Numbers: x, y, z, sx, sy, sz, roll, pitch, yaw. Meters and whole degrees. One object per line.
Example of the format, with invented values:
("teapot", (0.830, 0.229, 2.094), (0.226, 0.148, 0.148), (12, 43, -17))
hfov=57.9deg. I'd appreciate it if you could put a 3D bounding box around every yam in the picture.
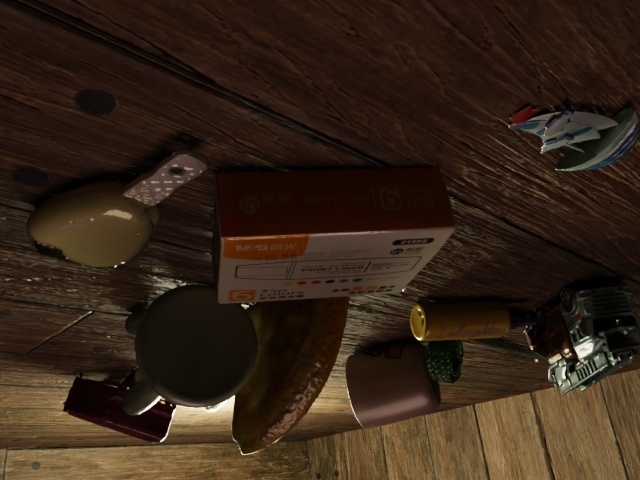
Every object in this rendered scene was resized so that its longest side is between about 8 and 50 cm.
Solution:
("yam", (-0.490, 0.374, 1.491), (0.046, 0.046, 0.264), (7, 153, -28))

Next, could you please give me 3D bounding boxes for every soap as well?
("soap", (-0.498, 0.413, 1.428), (0.250, 0.099, 0.162), (26, 152, -15))

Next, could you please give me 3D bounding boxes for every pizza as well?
("pizza", (-0.048, 0.211, 0.966), (0.087, 0.268, 0.257), (22, 148, -32))

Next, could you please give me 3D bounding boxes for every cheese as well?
("cheese", (-0.212, -0.038, 0.634), (0.251, 0.054, 0.127), (-25, 150, 34))

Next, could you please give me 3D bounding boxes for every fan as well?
("fan", (0.391, 0.225, 1.300), (0.223, 0.012, 0.294), (16, 170, 33))

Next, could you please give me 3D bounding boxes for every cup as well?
("cup", (0.198, 0.360, 1.508), (0.200, 0.192, 0.253), (-17, -176, 16))

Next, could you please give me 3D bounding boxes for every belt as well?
("belt", (0.290, 0.276, 1.381), (0.079, 0.121, 0.151), (4, 162, 28))

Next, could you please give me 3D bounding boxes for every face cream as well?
("face cream", (0.324, 0.164, 1.194), (0.273, 0.078, 0.078), (1, 155, -18))

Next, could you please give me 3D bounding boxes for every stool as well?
("stool", (-0.232, 0.191, 0.978), (0.195, 0.195, 0.198), (6, 157, -29))

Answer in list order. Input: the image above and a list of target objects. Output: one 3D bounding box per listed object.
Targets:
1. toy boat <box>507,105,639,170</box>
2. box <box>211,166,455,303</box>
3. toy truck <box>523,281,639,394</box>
("toy boat", (0.278, -0.121, 0.619), (0.105, 0.034, 0.149), (-23, 139, 38))
("box", (0.000, 0.000, 0.726), (0.273, 0.091, 0.221), (-3, 155, -10))
("toy truck", (0.566, 0.209, 1.230), (0.132, 0.184, 0.338), (-6, 156, -5))
